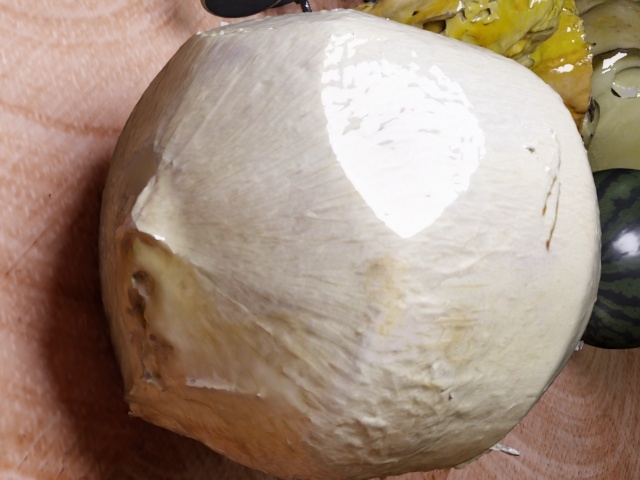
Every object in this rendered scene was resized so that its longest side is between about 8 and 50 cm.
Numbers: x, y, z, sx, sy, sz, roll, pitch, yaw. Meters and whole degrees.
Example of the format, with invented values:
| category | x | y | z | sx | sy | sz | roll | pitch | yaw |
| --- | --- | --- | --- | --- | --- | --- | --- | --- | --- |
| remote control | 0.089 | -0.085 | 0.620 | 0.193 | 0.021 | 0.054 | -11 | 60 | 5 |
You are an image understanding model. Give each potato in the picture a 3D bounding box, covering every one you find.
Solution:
| category | x | y | z | sx | sy | sz | roll | pitch | yaw |
| --- | --- | --- | --- | --- | --- | --- | --- | --- | --- |
| potato | 0.350 | -0.173 | 2.044 | 0.285 | 0.242 | 0.242 | 46 | 41 | -37 |

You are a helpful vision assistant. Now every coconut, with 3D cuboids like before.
| category | x | y | z | sx | sy | sz | roll | pitch | yaw |
| --- | --- | --- | --- | --- | --- | --- | --- | --- | --- |
| coconut | 0.000 | 0.000 | 1.219 | 0.360 | 0.346 | 0.346 | 8 | 70 | -39 |

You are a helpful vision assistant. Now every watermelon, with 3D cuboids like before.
| category | x | y | z | sx | sy | sz | roll | pitch | yaw |
| --- | --- | --- | --- | --- | --- | --- | --- | --- | --- |
| watermelon | 0.338 | 0.019 | 1.930 | 0.212 | 0.212 | 0.212 | 33 | 50 | -51 |

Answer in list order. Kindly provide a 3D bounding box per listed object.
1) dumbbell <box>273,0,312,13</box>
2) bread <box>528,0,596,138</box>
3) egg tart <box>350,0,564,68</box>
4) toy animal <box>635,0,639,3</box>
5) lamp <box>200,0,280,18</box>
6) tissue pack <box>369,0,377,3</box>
| category | x | y | z | sx | sy | sz | roll | pitch | yaw |
| --- | --- | --- | --- | --- | --- | --- | --- | --- | --- |
| dumbbell | -0.028 | -0.249 | 1.540 | 0.069 | 0.069 | 0.147 | -41 | 114 | -58 |
| bread | 0.192 | -0.143 | 1.787 | 0.260 | 0.147 | 0.160 | 97 | -17 | -68 |
| egg tart | 0.134 | -0.196 | 1.568 | 0.291 | 0.291 | 0.107 | -19 | 81 | -61 |
| toy animal | 0.461 | -0.236 | 2.406 | 0.103 | 0.100 | 0.208 | -9 | 88 | -22 |
| lamp | -0.086 | -0.289 | 1.397 | 0.121 | 0.121 | 0.214 | 26 | 45 | -55 |
| tissue pack | 0.140 | -0.367 | 1.688 | 0.198 | 0.263 | 0.146 | 62 | 31 | -23 |
